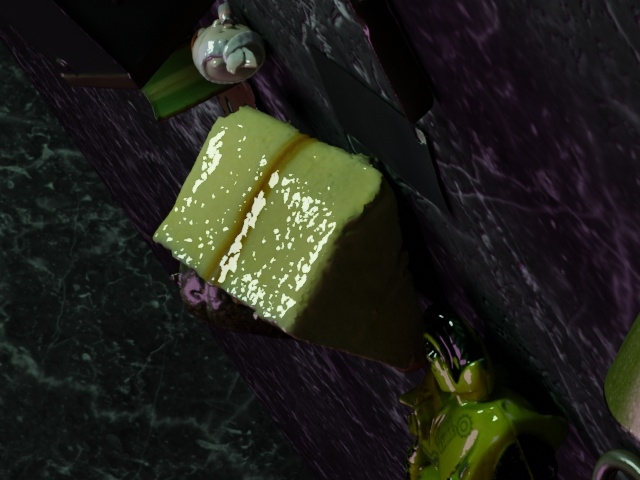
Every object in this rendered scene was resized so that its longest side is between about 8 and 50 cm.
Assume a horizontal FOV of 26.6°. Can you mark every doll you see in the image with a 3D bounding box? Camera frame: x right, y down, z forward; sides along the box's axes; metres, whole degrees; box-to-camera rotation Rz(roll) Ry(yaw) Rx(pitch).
[{"bbox_3d":[-0.097,-0.207,1.425,0.127,0.073,0.084,-146,55,-63],"label":"doll"}]

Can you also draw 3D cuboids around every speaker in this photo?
[{"bbox_3d":[-0.140,-0.246,0.992,0.153,0.231,0.192,44,165,-25],"label":"speaker"}]

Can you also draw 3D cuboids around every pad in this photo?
[{"bbox_3d":[0.053,-0.106,1.271,0.193,0.004,0.116,42,163,44],"label":"pad"}]

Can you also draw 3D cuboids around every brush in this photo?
[{"bbox_3d":[0.047,-0.176,1.053,0.027,0.034,0.190,9,134,51],"label":"brush"}]

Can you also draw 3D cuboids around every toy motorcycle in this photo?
[{"bbox_3d":[0.165,0.208,1.412,0.342,0.142,0.206,87,163,-61],"label":"toy motorcycle"}]

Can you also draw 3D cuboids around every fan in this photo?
[{"bbox_3d":[-0.084,-0.123,1.664,0.152,0.008,0.227,27,141,63],"label":"fan"}]

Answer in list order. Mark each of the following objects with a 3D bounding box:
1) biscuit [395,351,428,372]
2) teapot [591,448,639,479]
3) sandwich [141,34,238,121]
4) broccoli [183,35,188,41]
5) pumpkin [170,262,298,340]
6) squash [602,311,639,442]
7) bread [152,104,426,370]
[{"bbox_3d":[0.033,0.024,1.605,0.278,0.043,0.301,46,163,43],"label":"biscuit"},{"bbox_3d":[0.254,0.313,1.260,0.175,0.185,0.268,41,124,49],"label":"teapot"},{"bbox_3d":[-0.163,-0.189,1.573,0.074,0.116,0.074,65,163,-13],"label":"sandwich"},{"bbox_3d":[-0.275,-0.308,1.535,0.254,0.186,0.302,47,162,2],"label":"broccoli"},{"bbox_3d":[-0.101,0.096,2.017,0.111,0.163,0.278,37,160,57],"label":"pumpkin"},{"bbox_3d":[0.241,0.057,0.865,0.105,0.105,0.132,43,145,41],"label":"squash"},{"bbox_3d":[0.000,0.000,1.452,0.263,0.198,0.236,31,180,42],"label":"bread"}]
